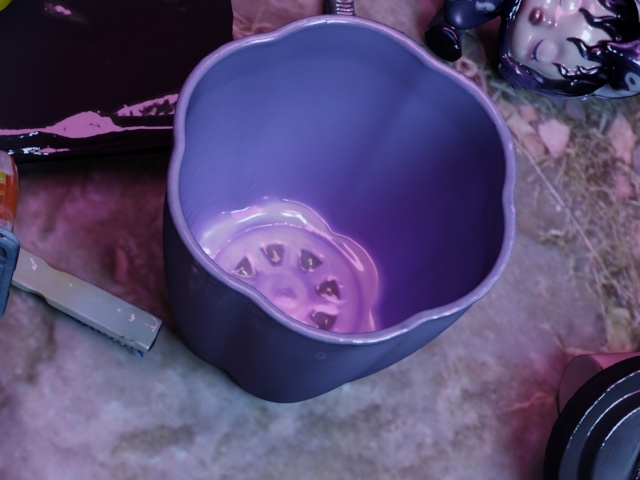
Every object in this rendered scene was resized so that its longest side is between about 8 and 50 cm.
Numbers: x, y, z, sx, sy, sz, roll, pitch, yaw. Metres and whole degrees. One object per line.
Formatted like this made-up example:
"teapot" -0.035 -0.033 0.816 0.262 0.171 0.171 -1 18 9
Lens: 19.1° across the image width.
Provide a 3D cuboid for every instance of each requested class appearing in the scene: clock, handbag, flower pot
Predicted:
"clock" 0.264 0.179 1.527 0.184 0.040 0.184 -5 106 -19
"handbag" -0.205 -0.144 1.556 0.332 0.075 0.191 -3 59 -21
"flower pot" 0.000 0.000 1.449 0.265 0.243 0.265 4 64 -8

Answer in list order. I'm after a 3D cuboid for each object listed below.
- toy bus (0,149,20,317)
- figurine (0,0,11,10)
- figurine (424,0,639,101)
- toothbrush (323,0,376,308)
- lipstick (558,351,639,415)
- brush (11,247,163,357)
"toy bus" -0.354 -0.025 1.407 0.265 0.121 0.120 10 54 -11
"figurine" -0.272 -0.203 1.476 0.156 0.095 0.115 -15 53 -18
"figurine" 0.216 -0.195 1.741 0.222 0.145 0.145 27 56 2
"toothbrush" 0.026 -0.083 1.651 0.031 0.023 0.321 2 62 -10
"lipstick" 0.367 0.135 1.627 0.327 0.087 0.087 -1 63 -22
"brush" -0.205 0.038 1.489 0.178 0.030 0.033 27 69 6
